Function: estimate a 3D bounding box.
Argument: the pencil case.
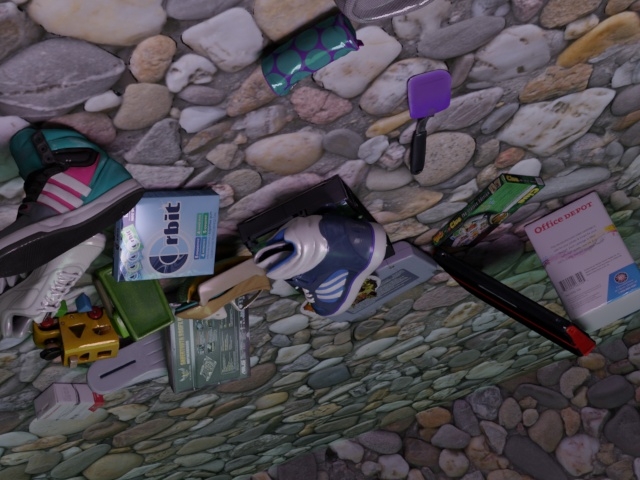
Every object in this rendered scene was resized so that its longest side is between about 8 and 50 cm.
[{"bbox_3d":[-0.015,-0.283,1.397,0.152,0.064,0.070,-28,136,16],"label":"pencil case"}]

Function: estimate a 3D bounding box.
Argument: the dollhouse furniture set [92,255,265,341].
[{"bbox_3d":[-0.286,0.060,1.818,0.302,0.151,0.197,-27,-171,-20],"label":"dollhouse furniture set"}]

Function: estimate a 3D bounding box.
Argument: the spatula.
[{"bbox_3d":[0.193,-0.210,1.714,0.084,0.030,0.296,-18,153,-10],"label":"spatula"}]

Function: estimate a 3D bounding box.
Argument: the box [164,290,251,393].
[{"bbox_3d":[-0.250,0.214,2.037,0.183,0.056,0.231,-10,115,-21],"label":"box"}]

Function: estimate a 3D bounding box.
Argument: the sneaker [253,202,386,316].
[{"bbox_3d":[-0.033,0.050,1.823,0.236,0.130,0.323,4,151,-22],"label":"sneaker"}]

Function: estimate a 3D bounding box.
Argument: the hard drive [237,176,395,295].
[{"bbox_3d":[0.000,0.000,1.937,0.237,0.064,0.339,-26,153,11],"label":"hard drive"}]

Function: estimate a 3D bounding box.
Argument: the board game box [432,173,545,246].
[{"bbox_3d":[0.387,-0.065,2.125,0.136,0.030,0.259,5,144,-37],"label":"board game box"}]

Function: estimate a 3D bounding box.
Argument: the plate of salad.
[{"bbox_3d":[0.050,0.136,2.116,0.200,0.048,0.200,-18,157,-8],"label":"plate of salad"}]

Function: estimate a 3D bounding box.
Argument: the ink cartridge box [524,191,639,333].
[{"bbox_3d":[0.669,0.059,2.283,0.198,0.270,0.197,-28,154,15],"label":"ink cartridge box"}]

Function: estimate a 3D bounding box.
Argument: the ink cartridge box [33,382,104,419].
[{"bbox_3d":[-0.618,0.396,2.252,0.099,0.056,0.135,-38,149,30],"label":"ink cartridge box"}]

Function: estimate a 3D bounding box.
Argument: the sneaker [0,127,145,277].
[{"bbox_3d":[-0.422,-0.075,1.372,0.295,0.178,0.124,-36,171,-47],"label":"sneaker"}]

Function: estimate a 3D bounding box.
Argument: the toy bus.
[{"bbox_3d":[-0.522,0.213,1.925,0.202,0.104,0.191,-30,152,18],"label":"toy bus"}]

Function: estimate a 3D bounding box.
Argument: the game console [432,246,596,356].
[{"bbox_3d":[0.473,0.147,2.225,0.060,0.387,0.342,-57,151,-3],"label":"game console"}]

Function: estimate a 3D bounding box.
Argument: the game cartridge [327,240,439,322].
[{"bbox_3d":[0.125,0.102,2.229,0.297,0.062,0.198,-31,147,20],"label":"game cartridge"}]

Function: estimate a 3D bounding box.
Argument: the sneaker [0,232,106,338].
[{"bbox_3d":[-0.494,0.078,1.682,0.292,0.118,0.110,-35,148,24],"label":"sneaker"}]

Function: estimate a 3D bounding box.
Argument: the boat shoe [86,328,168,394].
[{"bbox_3d":[-0.379,0.262,2.132,0.335,0.121,0.119,-18,176,-8],"label":"boat shoe"}]

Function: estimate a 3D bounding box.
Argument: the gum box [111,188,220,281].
[{"bbox_3d":[-0.278,-0.010,1.654,0.184,0.041,0.157,-3,111,-29],"label":"gum box"}]

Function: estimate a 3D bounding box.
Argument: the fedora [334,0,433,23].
[{"bbox_3d":[0.090,-0.381,1.220,0.275,0.124,0.244,-30,151,18],"label":"fedora"}]

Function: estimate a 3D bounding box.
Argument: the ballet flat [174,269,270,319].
[{"bbox_3d":[-0.197,0.125,1.934,0.232,0.073,0.080,-29,-168,-30],"label":"ballet flat"}]
